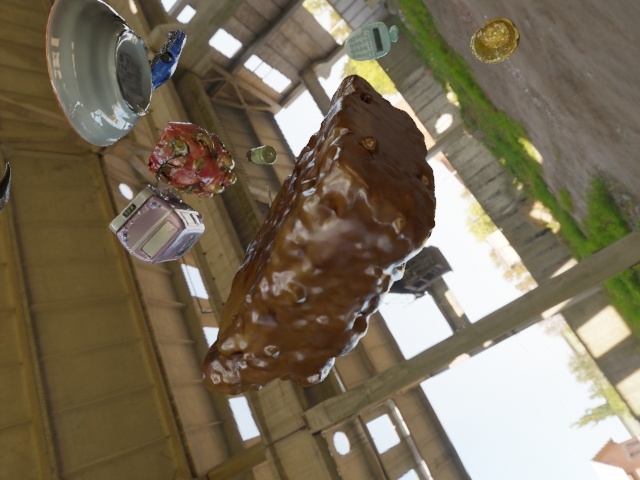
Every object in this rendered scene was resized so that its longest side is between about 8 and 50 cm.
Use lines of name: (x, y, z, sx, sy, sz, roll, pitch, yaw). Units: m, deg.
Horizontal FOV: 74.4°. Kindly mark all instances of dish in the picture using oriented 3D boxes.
dish: (-0.366, -0.300, 0.756, 0.260, 0.085, 0.260, 3, -90, -88)

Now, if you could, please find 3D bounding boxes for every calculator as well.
calculator: (0.143, -0.556, 1.178, 0.021, 0.153, 0.095, -94, -16, -47)

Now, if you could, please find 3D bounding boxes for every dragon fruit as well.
dragon fruit: (-0.438, -0.273, 1.487, 0.291, 0.250, 0.269, 32, 175, -21)

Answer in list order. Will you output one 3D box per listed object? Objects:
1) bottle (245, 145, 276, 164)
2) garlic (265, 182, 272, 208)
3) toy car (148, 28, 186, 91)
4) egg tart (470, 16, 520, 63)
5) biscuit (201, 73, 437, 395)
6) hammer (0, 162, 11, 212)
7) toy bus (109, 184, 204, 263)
bottle: (-0.155, -0.216, 1.065, 0.063, 0.047, 0.101, 33, 168, -37)
garlic: (-0.041, -0.030, 0.894, 0.198, 0.128, 0.090, 19, -177, 7)
toy car: (-0.408, -0.457, 1.093, 0.063, 0.216, 0.103, 34, -135, -37)
egg tart: (0.485, -0.559, 1.171, 0.128, 0.129, 0.049, 56, -161, 10)
biscuit: (0.000, 0.000, 0.600, 0.166, 0.395, 0.342, 25, -144, -14)
hammer: (-0.617, -0.180, 0.566, 0.440, 0.044, 0.168, 44, -144, -1)
toy bus: (-0.370, -0.032, 0.987, 0.142, 0.142, 0.202, 42, -178, 0)
